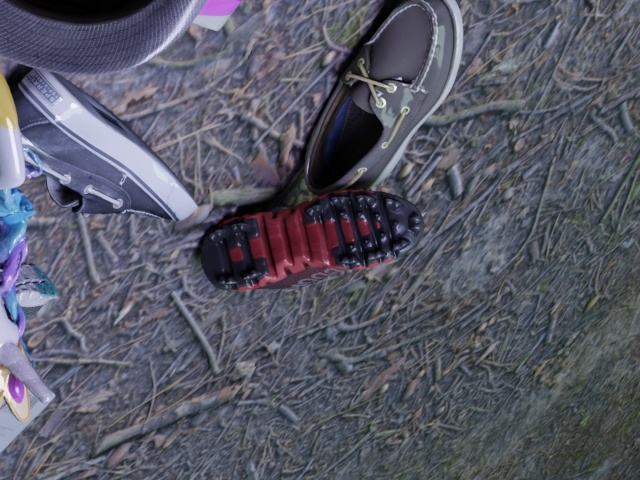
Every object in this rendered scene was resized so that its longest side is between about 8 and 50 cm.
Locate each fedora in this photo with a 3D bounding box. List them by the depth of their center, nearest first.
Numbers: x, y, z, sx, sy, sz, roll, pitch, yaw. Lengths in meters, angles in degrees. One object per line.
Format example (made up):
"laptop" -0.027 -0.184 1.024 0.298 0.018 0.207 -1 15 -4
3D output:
"fedora" -0.187 -0.272 1.425 0.124 0.243 0.275 -118 -144 -79

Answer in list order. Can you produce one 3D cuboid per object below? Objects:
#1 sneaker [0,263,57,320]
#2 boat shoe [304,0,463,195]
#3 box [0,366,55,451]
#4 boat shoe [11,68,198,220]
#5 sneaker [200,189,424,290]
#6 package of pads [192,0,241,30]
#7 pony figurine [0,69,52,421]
"sneaker" -0.354 0.067 1.928 0.076 0.065 0.166 -48 152 19
"boat shoe" 0.070 -0.166 2.115 0.091 0.109 0.305 -23 151 -43
"box" -0.374 0.169 2.015 0.102 0.087 0.101 -45 153 5
"boat shoe" -0.231 -0.073 1.840 0.102 0.108 0.301 -45 151 4
"sneaker" 0.000 0.000 2.185 0.276 0.097 0.135 -12 174 18
"package of pads" -0.131 -0.321 1.618 0.229 0.101 0.296 -53 153 19
"pony figurine" -0.373 -0.037 1.493 0.303 0.351 0.363 -40 136 -42
